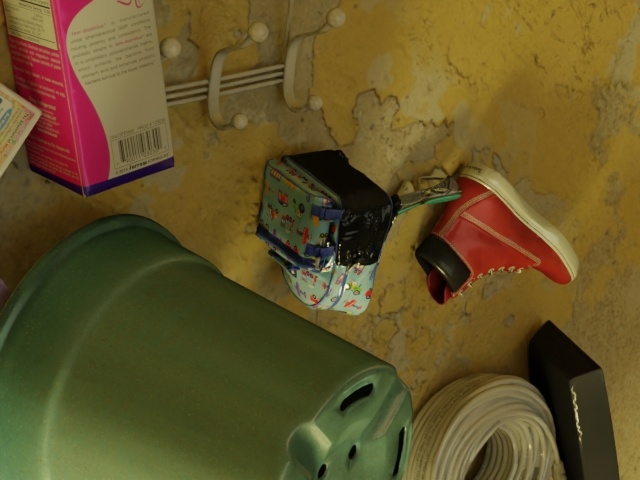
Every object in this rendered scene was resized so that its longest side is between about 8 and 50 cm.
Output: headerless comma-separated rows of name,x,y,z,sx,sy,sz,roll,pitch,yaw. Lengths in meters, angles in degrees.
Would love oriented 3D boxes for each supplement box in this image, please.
supplement box,-0.229,-0.172,1.496,0.111,0.114,0.220,-22,120,-34

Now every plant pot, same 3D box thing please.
plant pot,-0.111,0.186,1.519,0.341,0.334,0.341,-36,137,-43

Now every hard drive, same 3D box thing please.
hard drive,0.355,0.256,2.140,0.054,0.172,0.254,-20,119,-12

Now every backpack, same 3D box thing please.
backpack,0.000,0.000,1.742,0.117,0.158,0.173,-7,122,-31

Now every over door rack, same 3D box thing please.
over door rack,-0.093,-0.268,1.588,0.239,0.108,0.324,-17,115,-38

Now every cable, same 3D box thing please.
cable,0.218,0.302,2.083,0.257,0.089,0.257,-26,120,-32

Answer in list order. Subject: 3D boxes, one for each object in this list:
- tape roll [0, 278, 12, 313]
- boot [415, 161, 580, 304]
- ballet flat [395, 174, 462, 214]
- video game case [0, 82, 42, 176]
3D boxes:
tape roll,-0.391,0.095,1.468,0.189,0.080,0.189,-15,114,-38
boot,0.228,0.033,2.001,0.244,0.088,0.176,38,79,-35
ballet flat,0.121,-0.058,1.904,0.114,0.041,0.041,-17,116,-22
video game case,-0.364,-0.096,1.437,0.143,0.019,0.157,35,84,-29
